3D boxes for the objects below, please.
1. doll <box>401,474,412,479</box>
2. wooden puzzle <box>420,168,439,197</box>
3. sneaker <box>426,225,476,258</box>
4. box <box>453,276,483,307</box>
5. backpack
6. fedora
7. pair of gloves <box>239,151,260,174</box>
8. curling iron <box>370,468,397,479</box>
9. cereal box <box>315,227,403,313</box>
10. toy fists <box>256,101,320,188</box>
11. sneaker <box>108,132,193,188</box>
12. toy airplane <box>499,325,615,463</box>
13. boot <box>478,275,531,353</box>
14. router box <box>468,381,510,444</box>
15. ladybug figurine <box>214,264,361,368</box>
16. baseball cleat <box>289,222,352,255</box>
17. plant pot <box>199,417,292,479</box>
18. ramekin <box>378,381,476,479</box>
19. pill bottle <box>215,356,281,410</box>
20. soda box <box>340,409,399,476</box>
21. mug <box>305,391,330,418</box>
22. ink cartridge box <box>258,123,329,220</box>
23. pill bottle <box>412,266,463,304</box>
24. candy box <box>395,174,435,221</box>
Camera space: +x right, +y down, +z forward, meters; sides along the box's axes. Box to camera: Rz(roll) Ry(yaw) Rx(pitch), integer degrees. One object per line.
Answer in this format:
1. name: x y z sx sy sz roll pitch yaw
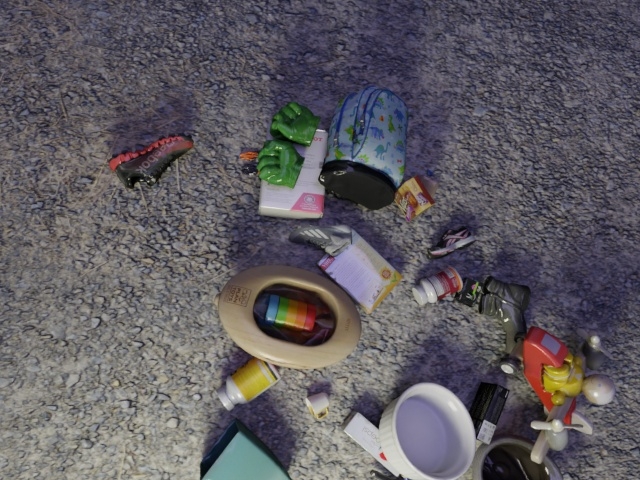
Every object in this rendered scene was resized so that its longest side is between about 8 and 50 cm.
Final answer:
1. doll: 0.309 0.782 1.551 0.129 0.046 0.188 -24 81 -27
2. wooden puzzle: 0.372 -0.186 1.802 0.079 0.014 0.116 35 77 -4
3. sneaker: 0.436 0.004 1.754 0.179 0.072 0.077 -18 70 -18
4. box: 0.496 0.175 1.728 0.062 0.052 0.083 25 78 -3
5. backpack: 0.155 -0.324 1.680 0.290 0.274 0.355 25 53 -37
6. fedora: 0.590 0.731 1.596 0.276 0.124 0.243 27 75 5
7. pair of gloves: -0.234 -0.261 1.740 0.074 0.010 0.083 -4 83 -9
8. curling iron: 0.280 0.765 1.596 0.274 0.035 0.068 21 73 -4
9. cereal box: 0.128 0.101 1.697 0.240 0.047 0.173 44 77 4
10. toy fists: -0.106 -0.303 1.600 0.143 0.096 0.278 20 78 -2
11. sneaker: -0.529 -0.251 1.656 0.276 0.097 0.135 -24 83 -9
12. toy airplane: 0.753 0.458 1.556 0.385 0.273 0.385 10 79 -36
13. boot: 0.593 0.248 1.701 0.161 0.083 0.246 11 82 -9
14. router box: 0.518 0.538 1.619 0.046 0.133 0.178 28 78 0
15. ladybug figurine: -0.102 0.237 1.568 0.450 0.162 0.304 19 63 -7
16. baseball cleat: 0.000 0.000 1.661 0.206 0.072 0.109 -10 58 10
17. plant pot: -0.204 0.668 1.493 0.234 0.165 0.165 39 77 -7
18. ramekin: 0.311 0.580 1.543 0.278 0.135 0.277 12 56 -18
19. pill bottle: -0.220 0.430 1.561 0.184 0.103 0.103 -34 85 -13
20. soda box: 0.169 0.625 1.591 0.216 0.069 0.074 40 77 2
21. mug: -0.005 0.510 1.605 0.064 0.078 0.062 -23 50 -20
22. ink cartridge box: -0.086 -0.220 1.695 0.208 0.117 0.282 6 78 -6
23. pill bottle: 0.385 0.153 1.701 0.152 0.086 0.086 -24 83 -10
24. candy box: 0.303 -0.135 1.693 0.053 0.186 0.109 -31 85 -11
